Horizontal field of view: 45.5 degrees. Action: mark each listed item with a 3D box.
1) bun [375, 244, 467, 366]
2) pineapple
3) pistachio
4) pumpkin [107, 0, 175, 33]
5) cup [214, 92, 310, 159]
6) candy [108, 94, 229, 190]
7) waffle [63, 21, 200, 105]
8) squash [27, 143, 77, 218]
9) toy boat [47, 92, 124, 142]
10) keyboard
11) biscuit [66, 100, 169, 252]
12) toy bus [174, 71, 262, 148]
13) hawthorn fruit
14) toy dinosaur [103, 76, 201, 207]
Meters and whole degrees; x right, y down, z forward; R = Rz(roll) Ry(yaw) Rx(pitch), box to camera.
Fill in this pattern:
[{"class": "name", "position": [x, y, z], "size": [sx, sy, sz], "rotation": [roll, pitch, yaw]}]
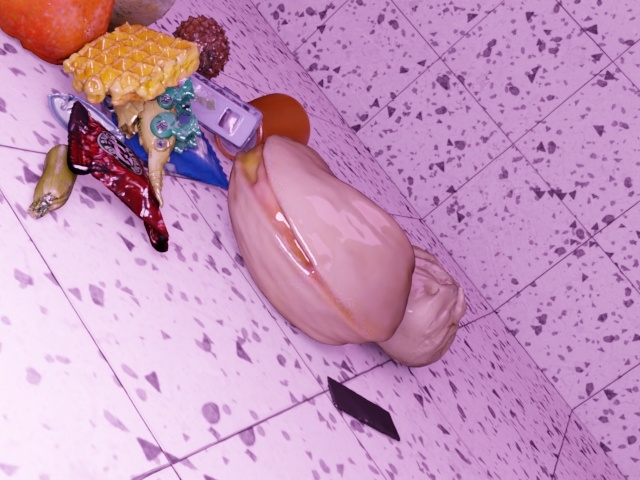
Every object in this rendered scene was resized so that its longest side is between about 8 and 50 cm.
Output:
[{"class": "bun", "position": [0.192, 0.125, 1.768], "size": [0.326, 0.234, 0.362], "rotation": [48, 9, 16]}, {"class": "pineapple", "position": [-0.304, -0.480, 1.939], "size": [0.166, 0.166, 0.193], "rotation": [40, 19, -31]}, {"class": "pistachio", "position": [0.000, 0.000, 1.428], "size": [0.446, 0.281, 0.365], "rotation": [57, 13, 9]}, {"class": "pumpkin", "position": [-0.454, -0.586, 1.534], "size": [0.332, 0.332, 0.199], "rotation": [51, 29, 7]}, {"class": "cup", "position": [-0.143, -0.248, 1.878], "size": [0.264, 0.182, 0.226], "rotation": [-27, 108, -67]}, {"class": "candy", "position": [-0.292, -0.198, 1.485], "size": [0.331, 0.077, 0.187], "rotation": [13, 46, -61]}, {"class": "waffle", "position": [-0.322, -0.289, 1.277], "size": [0.160, 0.055, 0.211], "rotation": [20, 41, 15]}, {"class": "squash", "position": [-0.367, -0.084, 1.060], "size": [0.052, 0.052, 0.183], "rotation": [41, 16, -27]}, {"class": "toy boat", "position": [-0.384, -0.192, 1.239], "size": [0.140, 0.059, 0.066], "rotation": [39, 3, -27]}, {"class": "keyboard", "position": [0.079, 0.315, 1.413], "size": [0.196, 0.015, 0.074], "rotation": [37, 16, -38]}, {"class": "biscuit", "position": [-0.295, -0.089, 1.146], "size": [0.235, 0.063, 0.151], "rotation": [53, 4, -42]}, {"class": "toy bus", "position": [-0.273, -0.312, 1.608], "size": [0.329, 0.109, 0.136], "rotation": [31, 7, -21]}, {"class": "hawthorn fruit", "position": [-0.435, -0.446, 1.279], "size": [0.211, 0.299, 0.211], "rotation": [27, 29, -16]}, {"class": "toy dinosaur", "position": [-0.275, -0.182, 1.315], "size": [0.094, 0.153, 0.259], "rotation": [126, -54, -67]}]
